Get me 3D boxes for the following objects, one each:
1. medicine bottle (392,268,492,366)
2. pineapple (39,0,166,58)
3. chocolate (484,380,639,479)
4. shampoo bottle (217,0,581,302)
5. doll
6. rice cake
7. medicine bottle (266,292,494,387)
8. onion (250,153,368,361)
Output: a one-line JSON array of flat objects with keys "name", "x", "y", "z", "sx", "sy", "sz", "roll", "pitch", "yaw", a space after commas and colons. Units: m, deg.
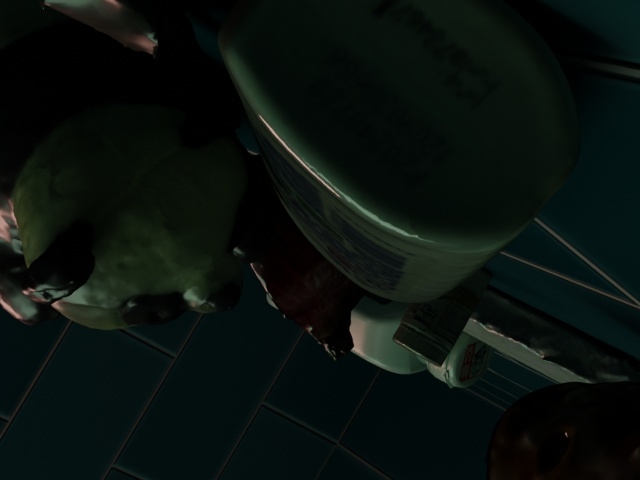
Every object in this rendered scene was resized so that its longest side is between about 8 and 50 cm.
[{"name": "medicine bottle", "x": 0.095, "y": 0.053, "z": 0.987, "sx": 0.047, "sy": 0.083, "sz": 0.047, "roll": 30, "pitch": 176, "yaw": 2}, {"name": "pineapple", "x": -0.129, "y": -0.128, "z": 0.373, "sx": 0.237, "sy": 0.111, "sz": 0.119, "roll": 24, "pitch": -156, "yaw": 16}, {"name": "chocolate", "x": 0.277, "y": 0.213, "z": 0.766, "sx": 0.340, "sy": 0.225, "sz": 0.210, "roll": 28, "pitch": 169, "yaw": -10}, {"name": "shampoo bottle", "x": 0.020, "y": -0.036, "z": 0.542, "sx": 0.134, "sy": 0.078, "sz": 0.359, "roll": 40, "pitch": 177, "yaw": 4}, {"name": "doll", "x": -0.108, "y": -0.048, "z": 0.600, "sx": 0.135, "sy": 0.143, "sz": 0.234, "roll": 80, "pitch": 167, "yaw": -54}, {"name": "rice cake", "x": 0.171, "y": 0.080, "z": 1.066, "sx": 0.226, "sy": 0.040, "sz": 0.085, "roll": 28, "pitch": 175, "yaw": 34}, {"name": "medicine bottle", "x": 0.063, "y": 0.067, "z": 1.225, "sx": 0.121, "sy": 0.083, "sz": 0.229, "roll": -16, "pitch": -149, "yaw": -43}, {"name": "onion", "x": 0.000, "y": 0.000, "z": 0.891, "sx": 0.151, "sy": 0.098, "sz": 0.206, "roll": 53, "pitch": -179, "yaw": 9}]
